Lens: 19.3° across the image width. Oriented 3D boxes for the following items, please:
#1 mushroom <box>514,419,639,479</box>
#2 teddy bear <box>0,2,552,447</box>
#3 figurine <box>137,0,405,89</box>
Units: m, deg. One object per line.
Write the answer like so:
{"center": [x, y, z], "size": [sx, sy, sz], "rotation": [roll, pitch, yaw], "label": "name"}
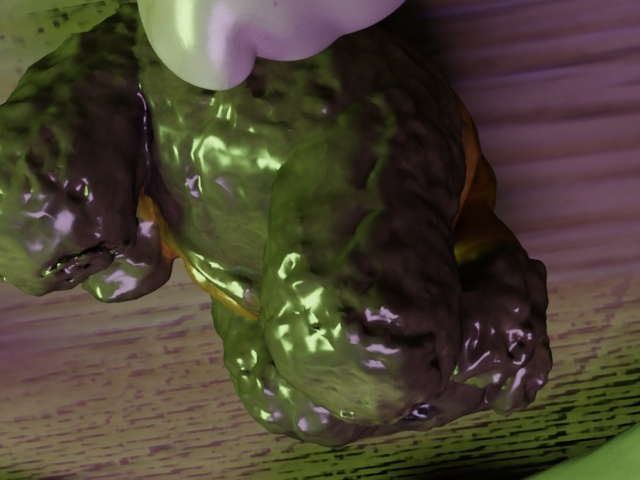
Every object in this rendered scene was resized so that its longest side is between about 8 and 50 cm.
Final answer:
{"center": [0.137, 0.110, 0.733], "size": [0.177, 0.126, 0.397], "rotation": [38, 129, -24], "label": "mushroom"}
{"center": [0.000, 0.000, 0.609], "size": [0.177, 0.140, 0.190], "rotation": [15, 155, 25], "label": "teddy bear"}
{"center": [-0.045, -0.107, 0.481], "size": [0.229, 0.137, 0.112], "rotation": [-1, 172, 8], "label": "figurine"}
